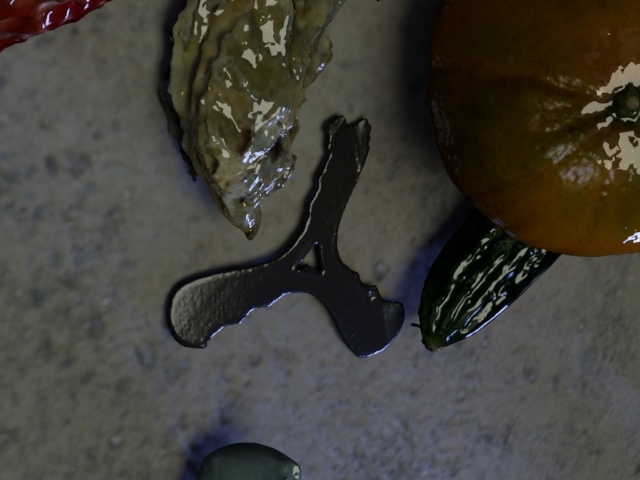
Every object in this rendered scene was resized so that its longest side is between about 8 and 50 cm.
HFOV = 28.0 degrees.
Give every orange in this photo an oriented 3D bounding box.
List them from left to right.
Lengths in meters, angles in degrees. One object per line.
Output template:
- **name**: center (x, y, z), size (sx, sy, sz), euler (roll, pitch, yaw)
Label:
- **orange**: center (0.186, -0.105, 0.877), size (0.240, 0.171, 0.240), euler (0, 99, 0)

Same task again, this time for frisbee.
- **frisbee**: center (0.000, 0.000, 0.922), size (0.211, 0.012, 0.187), euler (13, 101, -39)

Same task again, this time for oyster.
- **oyster**: center (-0.036, -0.116, 0.806), size (0.133, 0.072, 0.209), euler (32, 88, -44)

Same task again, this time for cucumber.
- **cucumber**: center (0.165, -0.020, 0.994), size (0.265, 0.077, 0.077), euler (-40, 128, -13)

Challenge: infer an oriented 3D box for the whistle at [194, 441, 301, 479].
- **whistle**: center (-0.058, 0.318, 0.924), size (0.189, 0.189, 0.348), euler (-11, 105, -32)

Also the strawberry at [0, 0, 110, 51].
- **strawberry**: center (-0.177, -0.203, 0.589), size (0.261, 0.258, 0.261), euler (11, 75, -47)
